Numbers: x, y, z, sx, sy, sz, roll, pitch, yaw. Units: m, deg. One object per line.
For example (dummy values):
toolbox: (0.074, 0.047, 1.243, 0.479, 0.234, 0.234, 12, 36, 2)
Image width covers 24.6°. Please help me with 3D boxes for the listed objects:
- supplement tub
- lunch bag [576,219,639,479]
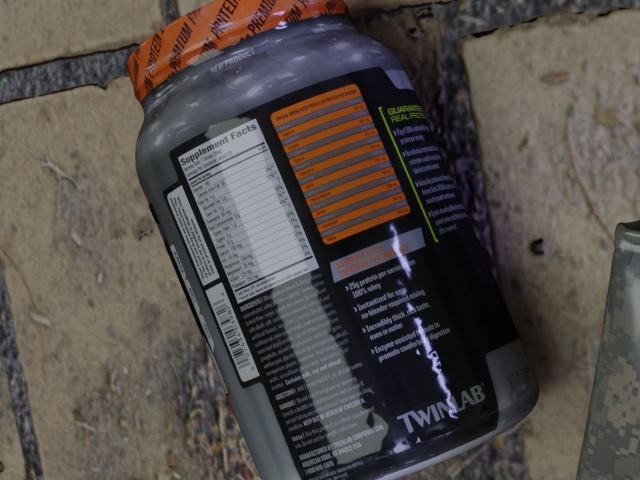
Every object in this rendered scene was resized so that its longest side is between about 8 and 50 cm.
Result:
supplement tub: (0.000, 0.000, 0.964, 0.193, 0.193, 0.316, -26, 84, 38)
lunch bag: (0.295, 0.123, 0.790, 0.287, 0.169, 0.235, 14, 105, 26)
